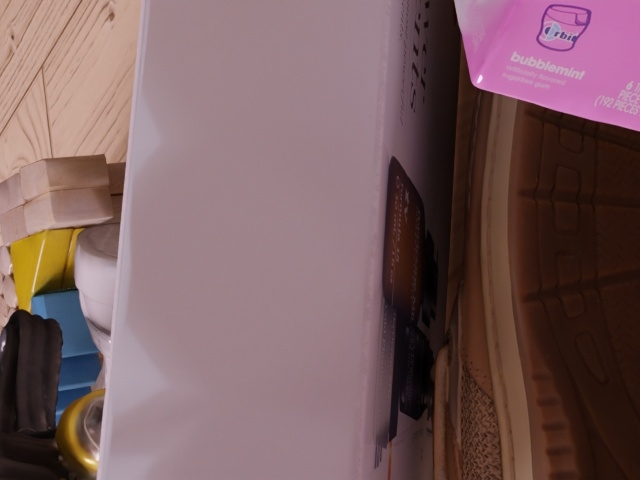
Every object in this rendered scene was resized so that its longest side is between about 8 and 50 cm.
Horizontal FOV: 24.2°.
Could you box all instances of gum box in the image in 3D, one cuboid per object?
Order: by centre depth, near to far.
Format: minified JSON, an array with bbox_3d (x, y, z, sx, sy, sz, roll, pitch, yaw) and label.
[{"bbox_3d":[0.082,-0.132,0.438,0.188,0.062,0.107,-94,22,-50],"label":"gum box"}]

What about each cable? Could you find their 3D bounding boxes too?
[{"bbox_3d":[-0.124,0.116,0.700,0.287,0.072,0.139,-151,71,-77],"label":"cable"}]

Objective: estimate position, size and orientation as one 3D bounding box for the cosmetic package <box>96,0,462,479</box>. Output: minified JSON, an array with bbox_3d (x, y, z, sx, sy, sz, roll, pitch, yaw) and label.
[{"bbox_3d":[0.000,0.000,0.632,0.284,0.097,0.377,52,-139,-78],"label":"cosmetic package"}]

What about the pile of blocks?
[{"bbox_3d":[-0.169,0.092,1.028,0.149,0.112,0.362,55,137,34],"label":"pile of blocks"}]

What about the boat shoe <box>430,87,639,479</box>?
[{"bbox_3d":[0.088,0.063,0.595,0.110,0.121,0.341,-15,70,55],"label":"boat shoe"}]

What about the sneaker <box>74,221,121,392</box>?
[{"bbox_3d":[-0.084,0.075,0.833,0.292,0.108,0.169,-110,27,-88],"label":"sneaker"}]
